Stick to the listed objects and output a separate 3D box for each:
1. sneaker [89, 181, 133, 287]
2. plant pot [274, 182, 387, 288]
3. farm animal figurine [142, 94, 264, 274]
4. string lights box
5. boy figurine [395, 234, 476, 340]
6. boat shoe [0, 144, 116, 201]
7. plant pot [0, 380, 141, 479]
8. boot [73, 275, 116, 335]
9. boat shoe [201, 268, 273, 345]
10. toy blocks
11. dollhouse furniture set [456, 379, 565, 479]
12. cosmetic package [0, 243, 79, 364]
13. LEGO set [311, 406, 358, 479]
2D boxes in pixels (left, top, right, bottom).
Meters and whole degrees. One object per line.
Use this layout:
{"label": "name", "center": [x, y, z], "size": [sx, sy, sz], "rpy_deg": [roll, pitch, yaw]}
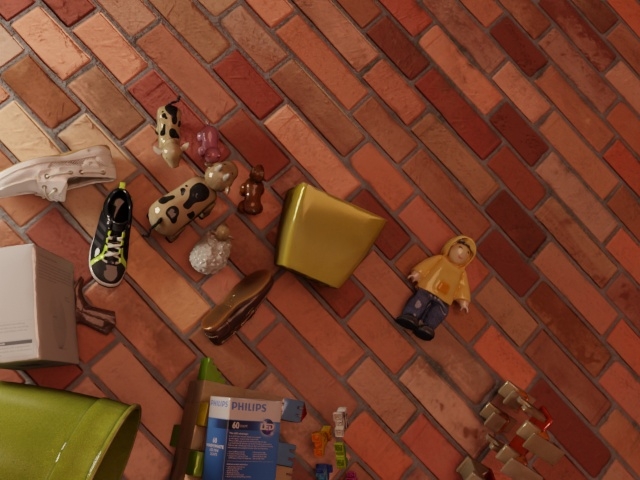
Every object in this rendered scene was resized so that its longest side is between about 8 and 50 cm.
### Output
{"label": "sneaker", "center": [-0.463, -0.015, 1.805], "size": [0.084, 0.097, 0.234], "rpy_deg": [6, 75, -16]}
{"label": "plant pot", "center": [0.000, 0.000, 1.902], "size": [0.212, 0.212, 0.187], "rpy_deg": [24, 85, -11]}
{"label": "farm animal figurine", "center": [-0.283, -0.133, 1.850], "size": [0.330, 0.172, 0.327], "rpy_deg": [35, 70, -7]}
{"label": "string lights box", "center": [-0.159, 0.447, 1.630], "size": [0.133, 0.077, 0.259], "rpy_deg": [14, 75, -38]}
{"label": "boy figurine", "center": [0.306, 0.111, 2.024], "size": [0.177, 0.092, 0.285], "rpy_deg": [36, 72, -4]}
{"label": "boat shoe", "center": [-0.584, -0.132, 1.794], "size": [0.277, 0.098, 0.096], "rpy_deg": [-19, 83, -22]}
{"label": "plant pot", "center": [-0.580, 0.422, 1.553], "size": [0.353, 0.366, 0.366], "rpy_deg": [22, 71, 0]}
{"label": "boot", "center": [-0.495, 0.144, 1.789], "size": [0.114, 0.037, 0.106], "rpy_deg": [19, 85, -9]}
{"label": "boat shoe", "center": [-0.184, 0.154, 1.874], "size": [0.207, 0.073, 0.073], "rpy_deg": [-42, 129, -18]}
{"label": "toy blocks", "center": [-0.175, 0.469, 1.755], "size": [0.261, 0.191, 0.381], "rpy_deg": [18, 72, -24]}
{"label": "dollhouse furniture set", "center": [0.450, 0.497, 1.906], "size": [0.135, 0.262, 0.259], "rpy_deg": [34, 103, -9]}
{"label": "cosmetic package", "center": [-0.593, 0.141, 1.644], "size": [0.138, 0.224, 0.224], "rpy_deg": [-6, 78, 1]}
{"label": "LEGO set", "center": [0.030, 0.472, 1.850], "size": [0.087, 0.093, 0.227], "rpy_deg": [-2, 106, 16]}
